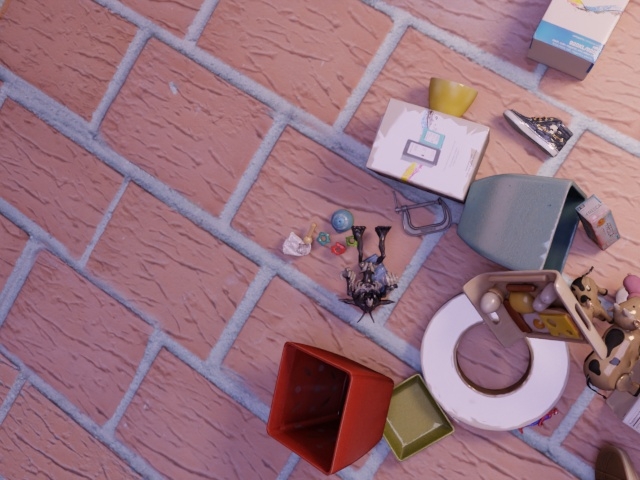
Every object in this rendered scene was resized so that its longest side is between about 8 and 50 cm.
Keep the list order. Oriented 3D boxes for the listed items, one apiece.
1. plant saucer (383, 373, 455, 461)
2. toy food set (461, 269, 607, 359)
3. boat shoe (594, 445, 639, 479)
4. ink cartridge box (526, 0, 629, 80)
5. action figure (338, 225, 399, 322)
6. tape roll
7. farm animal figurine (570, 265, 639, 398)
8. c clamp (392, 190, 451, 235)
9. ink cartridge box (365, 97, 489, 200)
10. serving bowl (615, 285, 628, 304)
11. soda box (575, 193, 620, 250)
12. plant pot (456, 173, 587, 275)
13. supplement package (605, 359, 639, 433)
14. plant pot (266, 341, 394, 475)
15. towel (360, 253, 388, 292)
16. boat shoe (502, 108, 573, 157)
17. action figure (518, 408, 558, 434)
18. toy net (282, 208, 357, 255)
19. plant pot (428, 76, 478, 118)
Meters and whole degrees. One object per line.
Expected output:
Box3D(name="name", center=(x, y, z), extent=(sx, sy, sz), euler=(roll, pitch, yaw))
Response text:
Box3D(name="plant saucer", center=(0.254, 0.498, 1.671), extent=(0.188, 0.045, 0.188), euler=(-34, 81, 12))
Box3D(name="toy food set", center=(0.496, 0.183, 1.392), extent=(0.092, 0.306, 0.220), euler=(-43, 104, -21))
Box3D(name="boat shoe", center=(0.792, 0.668, 1.504), extent=(0.098, 0.109, 0.302), euler=(-11, 85, -25))
Box3D(name="ink cartridge box", center=(0.665, -0.566, 1.501), extent=(0.168, 0.171, 0.233), euler=(28, 97, 13))
Box3D(name="action figure", center=(0.131, 0.096, 1.629), extent=(0.164, 0.141, 0.276), euler=(1, 88, 3))
Box3D(name="tape roll", center=(0.468, 0.318, 1.601), extent=(0.392, 0.072, 0.392), euler=(0, 90, 15))
Box3D(name="farm animal figurine", center=(0.702, 0.210, 1.382), extent=(0.172, 0.330, 0.327), euler=(27, 80, -26))
Box3D(name="c clamp", center=(0.290, -0.082, 1.677), extent=(0.160, 0.022, 0.137), euler=(-5, 88, 16))
Box3D(name="ink cartridge box", center=(0.292, -0.237, 1.587), extent=(0.270, 0.198, 0.197), euler=(21, 96, 15))
Box3D(name="serving bowl", center=(0.811, 0.151, 1.530), extent=(0.083, 0.027, 0.083), euler=(0, 90, 16))
Box3D(name="soda box", center=(0.700, -0.042, 1.481), extent=(0.058, 0.183, 0.063), euler=(-40, 51, 11))
Box3D(name="plant pot", center=(0.504, -0.046, 1.515), extent=(0.252, 0.247, 0.248), euler=(20, 95, 33))
Box3D(name="supplement package", center=(0.847, 0.418, 1.433), extent=(0.203, 0.194, 0.149), euler=(34, 98, 12))
Box3D(name="plant pot", center=(0.046, 0.438, 1.602), extent=(0.267, 0.235, 0.267), euler=(15, 95, 46))
Box3D(name="towel", center=(0.165, 0.102, 1.706), extent=(0.067, 0.029, 0.119), euler=(-31, 81, 13))
Box3D(name="boat shoe", center=(0.584, -0.310, 1.581), extent=(0.183, 0.065, 0.083), euler=(41, 98, 5))
Box3D(name="action figure", center=(0.589, 0.487, 1.585), extent=(0.115, 0.038, 0.030), euler=(-38, 58, 13))
Box3D(name="toy net", center=(0.000, 0.000, 1.747), extent=(0.232, 0.045, 0.122), euler=(-24, 92, 16))
Box3D(name="plant pot", center=(0.350, -0.378, 1.609), extent=(0.134, 0.134, 0.095), euler=(21, 101, 14))
